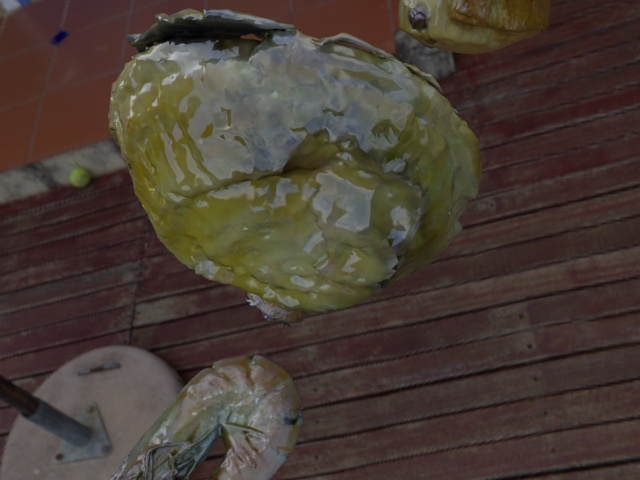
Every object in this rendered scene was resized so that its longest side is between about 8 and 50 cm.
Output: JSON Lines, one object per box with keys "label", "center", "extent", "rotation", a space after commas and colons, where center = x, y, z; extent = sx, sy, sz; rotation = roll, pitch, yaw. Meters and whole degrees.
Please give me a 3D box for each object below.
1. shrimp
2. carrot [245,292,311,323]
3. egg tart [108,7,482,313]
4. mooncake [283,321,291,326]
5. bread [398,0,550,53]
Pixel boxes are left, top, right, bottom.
{"label": "shrimp", "center": [-0.129, 0.226, 0.716], "extent": [0.145, 0.061, 0.267], "rotation": [37, 56, 27]}
{"label": "carrot", "center": [-0.019, -0.015, 0.966], "extent": [0.102, 0.102, 0.263], "rotation": [30, 101, 37]}
{"label": "egg tart", "center": [-0.023, -0.029, 0.434], "extent": [0.232, 0.252, 0.098], "rotation": [-25, 41, 41]}
{"label": "mooncake", "center": [0.012, 0.005, 1.321], "extent": [0.057, 0.150, 0.346], "rotation": [19, 74, 17]}
{"label": "bread", "center": [0.167, -0.284, 0.659], "extent": [0.099, 0.235, 0.210], "rotation": [17, 108, 31]}
